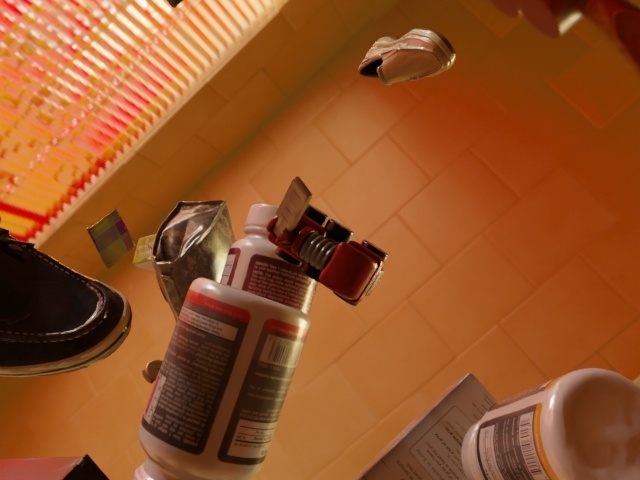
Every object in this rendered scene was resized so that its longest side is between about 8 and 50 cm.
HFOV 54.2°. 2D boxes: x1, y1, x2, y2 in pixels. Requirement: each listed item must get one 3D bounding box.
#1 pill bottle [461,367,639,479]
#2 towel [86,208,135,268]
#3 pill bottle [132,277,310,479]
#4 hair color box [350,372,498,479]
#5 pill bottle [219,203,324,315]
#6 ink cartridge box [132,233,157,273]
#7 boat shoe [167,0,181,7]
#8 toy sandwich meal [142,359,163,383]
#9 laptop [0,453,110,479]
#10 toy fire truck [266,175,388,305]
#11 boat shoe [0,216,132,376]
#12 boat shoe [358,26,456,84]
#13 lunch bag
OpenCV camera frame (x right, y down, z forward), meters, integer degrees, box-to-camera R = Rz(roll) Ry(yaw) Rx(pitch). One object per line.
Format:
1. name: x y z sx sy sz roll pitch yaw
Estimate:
1. pill bottle: 0.301 0.275 0.823 0.162 0.162 0.278 50 156 12
2. towel: -0.322 -0.002 0.967 0.009 0.060 0.083 20 140 34
3. pill bottle: -0.168 0.260 1.016 0.210 0.363 0.210 19 174 2
4. hair color box: 0.169 0.416 1.029 0.185 0.374 0.113 48 163 12
5. pill bottle: -0.128 0.129 1.463 0.224 0.392 0.224 15 170 3
6. ink cartridge box: -0.427 0.047 1.932 0.189 0.255 0.097 25 -117 -40
7. boat shoe: -0.172 -0.503 1.122 0.079 0.254 0.095 63 173 -24
8. toy sandwich meal: -0.513 0.412 1.959 0.085 0.029 0.085 15 -138 -14
9. laptop: -0.716 0.732 1.568 0.408 0.236 0.382 50 -168 -3
10. toy fire truck: 0.000 0.000 1.108 0.217 0.158 0.246 34 -174 18
11. boat shoe: -0.500 0.046 0.853 0.500 0.156 0.187 18 -133 8
12. boat shoe: 0.112 -0.242 0.864 0.068 0.072 0.190 51 171 -21
13. lunch bag: -0.318 0.071 1.555 0.287 0.169 0.235 -71 -25 -53
